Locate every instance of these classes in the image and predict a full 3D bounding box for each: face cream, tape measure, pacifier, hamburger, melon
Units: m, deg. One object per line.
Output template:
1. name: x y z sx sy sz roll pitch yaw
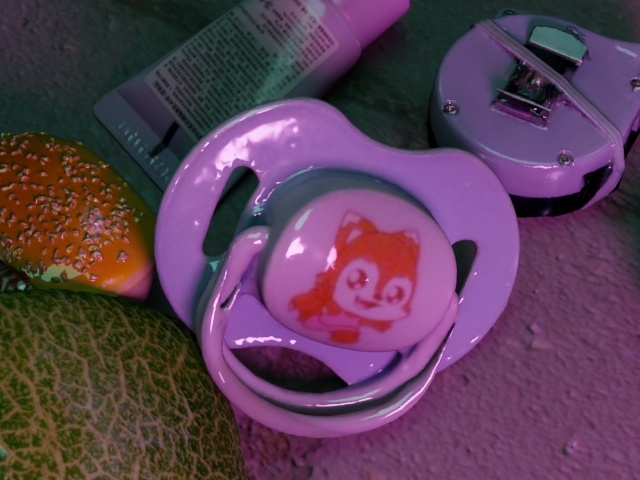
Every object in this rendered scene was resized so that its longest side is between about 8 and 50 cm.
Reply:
1. face cream: -0.051 -0.150 1.720 0.274 0.096 0.154 -39 68 -6
2. tape measure: 0.182 -0.109 1.675 0.182 0.107 0.181 19 55 9
3. pacifier: 0.000 0.000 1.583 0.299 0.244 0.233 19 20 -21
4. hamburger: -0.228 -0.002 1.595 0.173 0.116 0.210 -35 49 -19
5. melon: -0.187 0.227 1.445 0.226 0.331 0.343 -43 59 28
